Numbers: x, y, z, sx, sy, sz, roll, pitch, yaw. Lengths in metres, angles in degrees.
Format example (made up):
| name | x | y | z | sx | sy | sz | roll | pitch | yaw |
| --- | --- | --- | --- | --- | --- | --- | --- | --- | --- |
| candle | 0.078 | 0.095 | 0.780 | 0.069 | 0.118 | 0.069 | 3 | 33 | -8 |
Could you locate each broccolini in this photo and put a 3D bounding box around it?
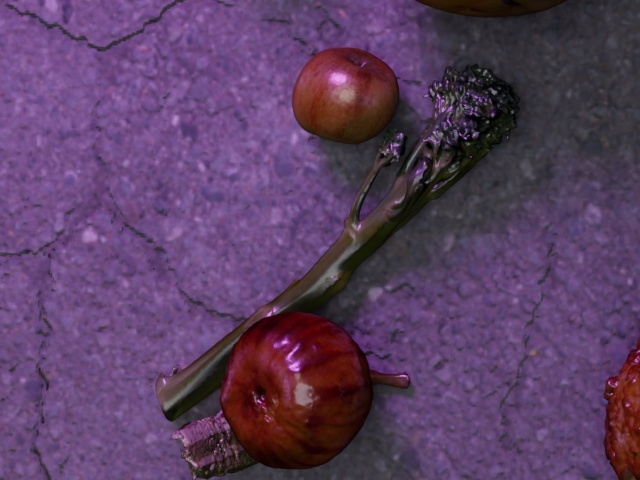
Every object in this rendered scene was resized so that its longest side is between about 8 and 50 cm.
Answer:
| name | x | y | z | sx | sy | sz | roll | pitch | yaw |
| --- | --- | --- | --- | --- | --- | --- | --- | --- | --- |
| broccolini | 0.001 | -0.001 | 1.475 | 0.392 | 0.079 | 0.074 | -40 | 65 | 11 |

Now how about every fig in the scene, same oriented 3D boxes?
| name | x | y | z | sx | sy | sz | roll | pitch | yaw |
| --- | --- | --- | --- | --- | --- | --- | --- | --- | --- |
| fig | -0.007 | 0.109 | 1.445 | 0.150 | 0.128 | 0.128 | -38 | 87 | -19 |

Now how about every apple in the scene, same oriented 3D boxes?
| name | x | y | z | sx | sy | sz | roll | pitch | yaw |
| --- | --- | --- | --- | --- | --- | --- | --- | --- | --- |
| apple | 0.020 | -0.114 | 1.458 | 0.084 | 0.084 | 0.071 | 20 | 118 | 8 |

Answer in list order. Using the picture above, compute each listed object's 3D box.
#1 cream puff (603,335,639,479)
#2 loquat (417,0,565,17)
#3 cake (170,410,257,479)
| name | x | y | z | sx | sy | sz | roll | pitch | yaw |
| --- | --- | --- | --- | --- | --- | --- | --- | --- | --- |
| cream puff | 0.334 | 0.138 | 1.376 | 0.240 | 0.164 | 0.240 | -1 | 87 | 18 |
| loquat | 0.129 | -0.278 | 1.353 | 0.235 | 0.235 | 0.235 | 1 | 94 | 10 |
| cake | -0.089 | 0.167 | 1.469 | 0.055 | 0.140 | 0.051 | -27 | 80 | 25 |
